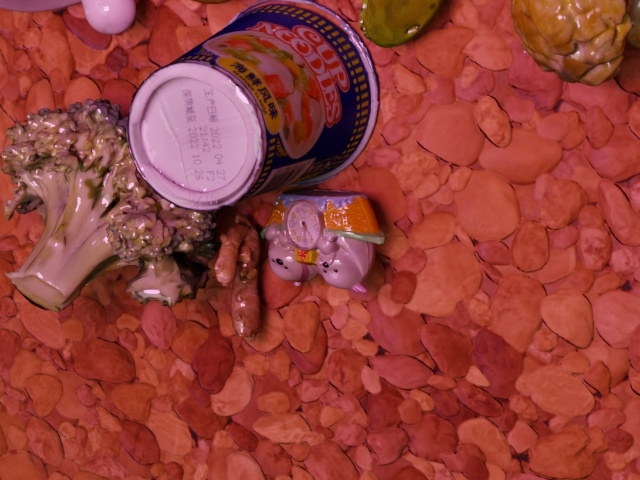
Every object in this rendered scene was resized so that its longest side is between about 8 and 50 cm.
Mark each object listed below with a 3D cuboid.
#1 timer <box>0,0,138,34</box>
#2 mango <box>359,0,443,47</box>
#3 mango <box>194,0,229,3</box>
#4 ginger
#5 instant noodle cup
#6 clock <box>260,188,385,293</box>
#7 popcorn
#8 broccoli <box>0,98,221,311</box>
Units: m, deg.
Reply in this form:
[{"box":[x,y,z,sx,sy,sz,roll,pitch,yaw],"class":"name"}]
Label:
[{"box":[-0.384,-0.395,1.836,0.233,0.233,0.240,-25,72,27],"class":"timer"},{"box":[0.112,-0.336,1.734,0.119,0.100,0.178,56,135,39],"class":"mango"},{"box":[-0.179,-0.408,1.832,0.195,0.092,0.130,39,119,12],"class":"mango"},{"box":[-0.113,0.055,1.944,0.053,0.193,0.176,8,78,13],"class":"ginger"},{"box":[-0.103,-0.169,1.753,0.284,0.312,0.284,7,109,21],"class":"instant noodle cup"},{"box":[0.000,0.000,1.874,0.231,0.103,0.144,7,102,43],"class":"clock"},{"box":[0.339,-0.287,1.623,0.213,0.198,0.198,3,110,-6],"class":"popcorn"},{"box":[-0.302,-0.048,1.891,0.338,0.317,0.277,9,151,-12],"class":"broccoli"}]
